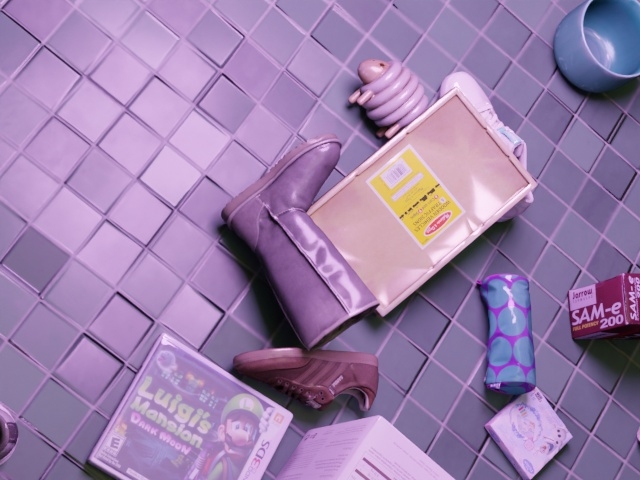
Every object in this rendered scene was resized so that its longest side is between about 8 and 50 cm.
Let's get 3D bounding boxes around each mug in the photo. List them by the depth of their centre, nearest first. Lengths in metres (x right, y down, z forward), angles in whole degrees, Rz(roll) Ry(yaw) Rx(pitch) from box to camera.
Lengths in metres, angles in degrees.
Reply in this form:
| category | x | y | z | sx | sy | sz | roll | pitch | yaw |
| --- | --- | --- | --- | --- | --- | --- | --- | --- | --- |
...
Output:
| category | x | y | z | sx | sy | sz | roll | pitch | yaw |
| --- | --- | --- | --- | --- | --- | --- | --- | --- | --- |
| mug | 0.405 | -0.284 | 1.803 | 0.157 | 0.097 | 0.129 | -41 | 94 | -27 |

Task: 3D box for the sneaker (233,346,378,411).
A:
| category | x | y | z | sx | sy | sz | roll | pitch | yaw |
| --- | --- | --- | --- | --- | --- | --- | --- | --- | --- |
| sneaker | -0.013 | 0.168 | 1.523 | 0.188 | 0.066 | 0.071 | 4 | 76 | -22 |

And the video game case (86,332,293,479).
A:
| category | x | y | z | sx | sy | sz | roll | pitch | yaw |
| --- | --- | --- | --- | --- | --- | --- | --- | --- | --- |
| video game case | -0.148 | 0.229 | 1.474 | 0.190 | 0.022 | 0.173 | 34 | 66 | -13 |

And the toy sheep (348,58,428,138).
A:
| category | x | y | z | sx | sy | sz | roll | pitch | yaw |
| --- | --- | --- | --- | --- | --- | --- | --- | --- | --- |
| toy sheep | 0.095 | -0.183 | 1.652 | 0.132 | 0.091 | 0.091 | 49 | 63 | -21 |

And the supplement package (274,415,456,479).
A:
| category | x | y | z | sx | sy | sz | roll | pitch | yaw |
| --- | --- | --- | --- | --- | --- | --- | --- | --- | --- |
| supplement package | 0.026 | 0.366 | 1.416 | 0.198 | 0.199 | 0.263 | 41 | 65 | -10 |

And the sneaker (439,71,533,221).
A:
| category | x | y | z | sx | sy | sz | roll | pitch | yaw |
| --- | --- | --- | --- | --- | --- | --- | --- | --- | --- |
| sneaker | 0.233 | -0.135 | 1.691 | 0.080 | 0.094 | 0.212 | -21 | 87 | -26 |

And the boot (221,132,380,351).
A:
| category | x | y | z | sx | sy | sz | roll | pitch | yaw |
| --- | --- | --- | --- | --- | --- | --- | --- | --- | --- |
| boot | 0.002 | 0.000 | 1.514 | 0.189 | 0.076 | 0.208 | -41 | 66 | 4 |

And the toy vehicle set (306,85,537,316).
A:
| category | x | y | z | sx | sy | sz | roll | pitch | yaw |
| --- | --- | --- | --- | --- | --- | --- | --- | --- | --- |
| toy vehicle set | 0.123 | -0.050 | 1.608 | 0.267 | 0.035 | 0.166 | -39 | 94 | -8 |

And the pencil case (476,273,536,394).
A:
| category | x | y | z | sx | sy | sz | roll | pitch | yaw |
| --- | --- | --- | --- | --- | --- | --- | --- | --- | --- |
| pencil case | 0.242 | 0.122 | 1.648 | 0.064 | 0.070 | 0.152 | 25 | 61 | -57 |

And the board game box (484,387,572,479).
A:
| category | x | y | z | sx | sy | sz | roll | pitch | yaw |
| --- | --- | --- | --- | --- | --- | --- | --- | --- | --- |
| board game box | 0.272 | 0.249 | 1.654 | 0.090 | 0.020 | 0.090 | -38 | 94 | -27 |

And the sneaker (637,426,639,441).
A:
| category | x | y | z | sx | sy | sz | roll | pitch | yaw |
| --- | --- | --- | --- | --- | --- | --- | --- | --- | --- |
| sneaker | 0.504 | 0.233 | 1.737 | 0.084 | 0.058 | 0.152 | 35 | 70 | -6 |

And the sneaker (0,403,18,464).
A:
| category | x | y | z | sx | sy | sz | roll | pitch | yaw |
| --- | --- | --- | --- | --- | --- | --- | --- | --- | --- |
| sneaker | -0.445 | 0.196 | 1.306 | 0.271 | 0.108 | 0.100 | 1 | 79 | -22 |

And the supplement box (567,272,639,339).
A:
| category | x | y | z | sx | sy | sz | roll | pitch | yaw |
| --- | --- | --- | --- | --- | --- | --- | --- | --- | --- |
| supplement box | 0.473 | 0.092 | 1.720 | 0.239 | 0.130 | 0.073 | 3 | 76 | -22 |
